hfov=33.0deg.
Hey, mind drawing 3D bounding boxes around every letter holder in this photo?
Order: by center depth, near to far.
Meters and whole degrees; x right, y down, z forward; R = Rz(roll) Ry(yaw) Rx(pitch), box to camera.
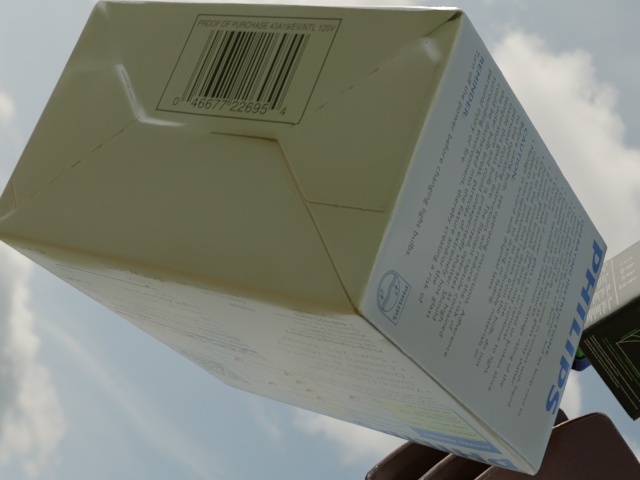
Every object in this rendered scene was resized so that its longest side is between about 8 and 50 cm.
[{"bbox_3d":[0.236,0.306,1.383,0.214,0.301,0.152,59,-38,14],"label":"letter holder"}]

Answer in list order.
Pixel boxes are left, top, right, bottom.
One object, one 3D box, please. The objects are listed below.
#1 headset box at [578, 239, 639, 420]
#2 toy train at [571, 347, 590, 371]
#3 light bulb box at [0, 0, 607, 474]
[{"bbox_3d":[0.467,0.060,1.348,0.283,0.246,0.131,-36,-86,17],"label":"headset box"},{"bbox_3d":[0.349,0.122,1.825,0.248,0.105,0.143,17,-66,38],"label":"toy train"},{"bbox_3d":[0.000,0.000,0.893,0.357,0.225,0.361,11,-20,34],"label":"light bulb box"}]
